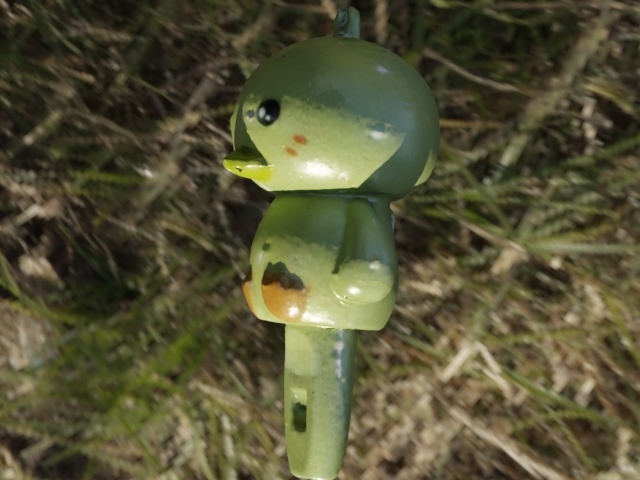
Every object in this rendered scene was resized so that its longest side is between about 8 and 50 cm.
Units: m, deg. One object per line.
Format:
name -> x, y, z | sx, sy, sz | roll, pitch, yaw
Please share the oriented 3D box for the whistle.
whistle -> -0.009, -0.004, 1.196 | 0.141, 0.141, 0.294 | 19, 80, -22
